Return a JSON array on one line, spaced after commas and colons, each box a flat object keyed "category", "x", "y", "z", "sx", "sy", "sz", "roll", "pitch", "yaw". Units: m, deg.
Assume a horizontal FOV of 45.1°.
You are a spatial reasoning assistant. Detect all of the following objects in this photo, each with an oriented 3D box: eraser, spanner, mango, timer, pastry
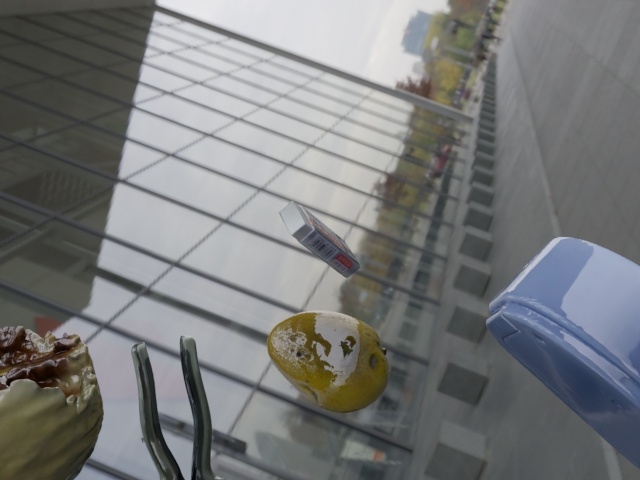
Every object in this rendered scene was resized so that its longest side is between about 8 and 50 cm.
[{"category": "eraser", "x": 0.000, "y": 0.000, "z": 0.966, "sx": 0.029, "sy": 0.122, "sz": 0.052, "roll": -42, "pitch": 44, "yaw": 10}, {"category": "spanner", "x": -0.176, "y": 0.284, "z": 0.985, "sx": 0.040, "sy": 0.096, "sz": 0.324, "roll": 139, "pitch": 120, "yaw": -63}, {"category": "mango", "x": 0.007, "y": 0.168, "z": 1.106, "sx": 0.137, "sy": 0.195, "sz": 0.098, "roll": -68, "pitch": -24, "yaw": -18}, {"category": "timer", "x": 0.413, "y": 0.151, "z": 1.003, "sx": 0.173, "sy": 0.395, "sz": 0.395, "roll": -45, "pitch": -9, "yaw": -6}, {"category": "pastry", "x": -0.317, "y": 0.200, "z": 0.716, "sx": 0.237, "sy": 0.170, "sz": 0.256, "roll": -33, "pitch": 14, "yaw": -33}]
